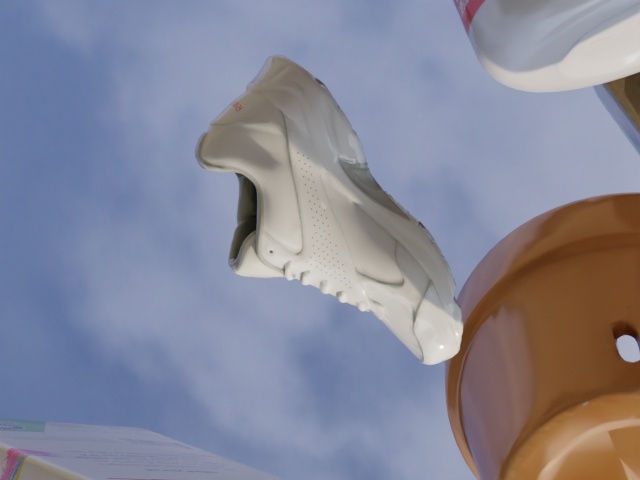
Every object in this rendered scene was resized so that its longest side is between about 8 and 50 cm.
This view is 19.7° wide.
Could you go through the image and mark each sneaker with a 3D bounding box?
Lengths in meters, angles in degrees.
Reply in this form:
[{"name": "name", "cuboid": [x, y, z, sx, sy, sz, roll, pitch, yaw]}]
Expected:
[{"name": "sneaker", "cuboid": [0.000, 0.000, 1.187, 0.115, 0.090, 0.232, -38, -76, -7]}]

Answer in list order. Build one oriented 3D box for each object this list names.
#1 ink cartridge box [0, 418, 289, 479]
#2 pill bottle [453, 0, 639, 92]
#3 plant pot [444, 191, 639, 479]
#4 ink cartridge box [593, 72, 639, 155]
[{"name": "ink cartridge box", "cuboid": [-0.124, 0.217, 1.317, 0.353, 0.207, 0.119, 10, -89, 52]}, {"name": "pill bottle", "cuboid": [0.120, -0.257, 1.027, 0.181, 0.181, 0.323, -20, -106, -5]}, {"name": "plant pot", "cuboid": [0.231, 0.137, 1.333, 0.291, 0.291, 0.203, -1, -153, 7]}, {"name": "ink cartridge box", "cuboid": [0.295, -0.123, 1.138, 0.234, 0.088, 0.193, -31, -134, 5]}]
